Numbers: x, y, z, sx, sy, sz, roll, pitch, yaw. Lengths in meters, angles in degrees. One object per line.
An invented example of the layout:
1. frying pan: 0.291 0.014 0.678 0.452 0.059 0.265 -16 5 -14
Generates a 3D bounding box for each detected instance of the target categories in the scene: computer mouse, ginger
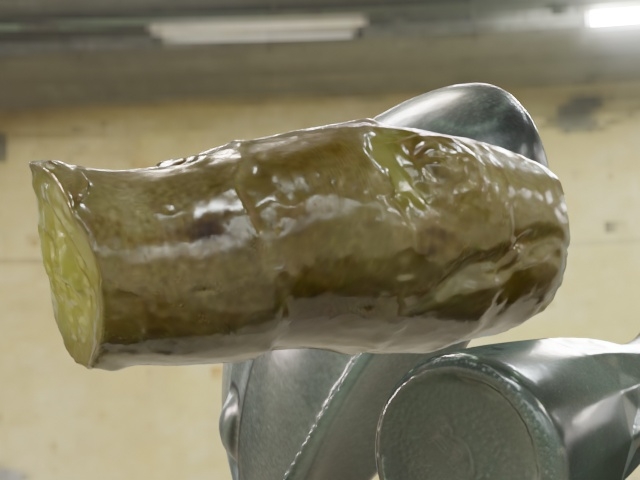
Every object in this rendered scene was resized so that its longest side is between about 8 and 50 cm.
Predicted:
1. computer mouse: 0.011 0.044 1.322 0.114 0.374 0.203 20 24 -32
2. ginger: 0.000 0.000 0.866 0.263 0.109 0.116 -3 7 -25

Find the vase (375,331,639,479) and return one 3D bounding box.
1. vase: 0.115 0.073 0.824 0.086 0.086 0.214 -9 2 36
